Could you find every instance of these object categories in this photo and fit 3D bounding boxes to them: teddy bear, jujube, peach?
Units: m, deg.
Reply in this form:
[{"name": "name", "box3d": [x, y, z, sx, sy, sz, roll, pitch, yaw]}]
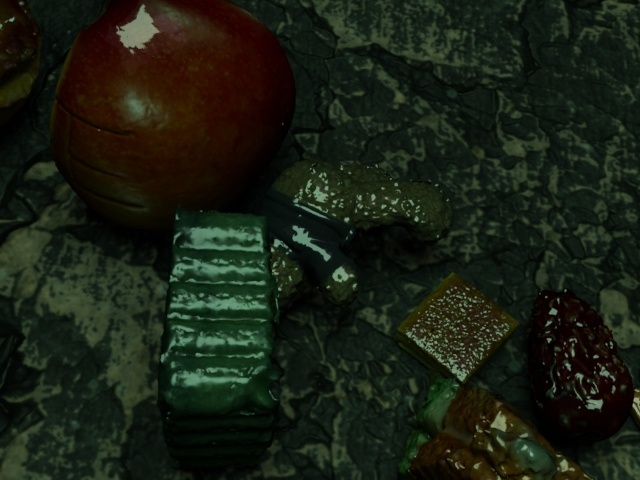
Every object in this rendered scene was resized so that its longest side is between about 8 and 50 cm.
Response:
[{"name": "teddy bear", "box3d": [-0.006, -0.018, 1.286, 0.251, 0.129, 0.182, -34, 30, -17]}, {"name": "jujube", "box3d": [0.251, 0.124, 1.239, 0.104, 0.104, 0.165, 5, 48, -1]}, {"name": "peach", "box3d": [-0.147, -0.148, 1.274, 0.245, 0.274, 0.248, -5, 64, -3]}]

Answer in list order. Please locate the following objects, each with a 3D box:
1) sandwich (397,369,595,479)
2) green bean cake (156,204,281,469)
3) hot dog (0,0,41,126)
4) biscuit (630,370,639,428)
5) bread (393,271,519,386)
[{"name": "sandwich", "box3d": [0.178, 0.238, 1.110, 0.109, 0.212, 0.292, -43, 83, -10]}, {"name": "green bean cake", "box3d": [-0.091, 0.090, 1.168, 0.107, 0.193, 0.208, -1, 63, -3]}, {"name": "hot dog", "box3d": [-0.494, -0.210, 1.343, 0.388, 0.174, 0.266, 0, 56, -3]}, {"name": "biscuit", "box3d": [0.365, 0.150, 1.273, 0.102, 0.019, 0.130, 37, 62, 16]}, {"name": "bread", "box3d": [0.137, 0.091, 1.283, 0.090, 0.035, 0.094, 38, 64, 19]}]
